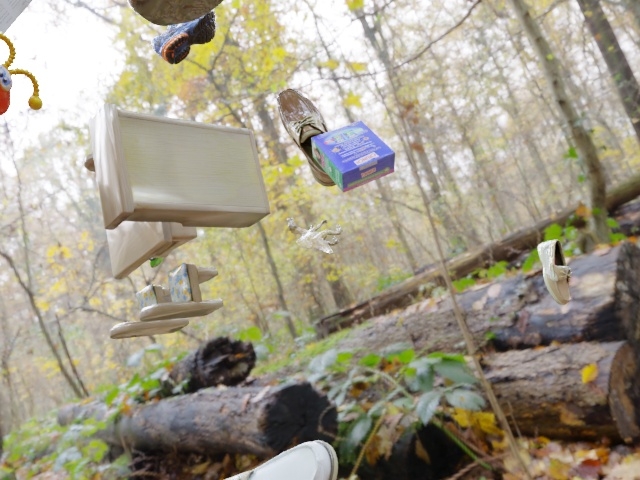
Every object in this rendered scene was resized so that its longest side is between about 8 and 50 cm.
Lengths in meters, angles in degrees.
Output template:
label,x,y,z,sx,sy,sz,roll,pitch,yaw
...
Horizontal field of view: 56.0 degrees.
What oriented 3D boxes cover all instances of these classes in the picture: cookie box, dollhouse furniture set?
label,x,y,z,sx,sy,sz,roll,pitch,yaw
cookie box,0.049,-0.131,0.925,0.092,0.107,0.040,-22,-45,-14
dollhouse furniture set,-0.314,-0.046,1.043,0.257,0.361,0.394,1,-21,-43

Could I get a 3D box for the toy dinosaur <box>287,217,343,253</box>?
label,x,y,z,sx,sy,sz,roll,pitch,yaw
toy dinosaur,0.000,0.000,1.269,0.093,0.053,0.183,-21,34,-28

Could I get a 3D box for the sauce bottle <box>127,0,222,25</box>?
label,x,y,z,sx,sy,sz,roll,pitch,yaw
sauce bottle,-0.194,-0.347,0.519,0.111,0.344,0.111,-31,-12,-7

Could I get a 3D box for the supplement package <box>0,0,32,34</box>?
label,x,y,z,sx,sy,sz,roll,pitch,yaw
supplement package,-0.709,-0.493,1.201,0.204,0.261,0.145,-10,-43,22

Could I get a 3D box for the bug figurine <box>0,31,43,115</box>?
label,x,y,z,sx,sy,sz,roll,pitch,yaw
bug figurine,-0.307,-0.188,0.387,0.216,0.279,0.072,19,53,39

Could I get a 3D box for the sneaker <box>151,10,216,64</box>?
label,x,y,z,sx,sy,sz,roll,pitch,yaw
sneaker,-0.353,-0.545,1.564,0.221,0.087,0.083,-48,-23,-35

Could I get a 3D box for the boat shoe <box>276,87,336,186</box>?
label,x,y,z,sx,sy,sz,roll,pitch,yaw
boat shoe,-0.026,-0.317,1.796,0.123,0.324,0.120,-31,-7,1

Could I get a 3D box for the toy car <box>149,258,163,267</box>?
label,x,y,z,sx,sy,sz,roll,pitch,yaw
toy car,-0.423,-0.044,1.547,0.053,0.224,0.239,-6,1,-8

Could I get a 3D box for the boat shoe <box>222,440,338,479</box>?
label,x,y,z,sx,sy,sz,roll,pitch,yaw
boat shoe,-0.105,0.393,0.860,0.302,0.113,0.103,-45,-53,9

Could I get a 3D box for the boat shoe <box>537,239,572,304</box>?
label,x,y,z,sx,sy,sz,roll,pitch,yaw
boat shoe,0.479,0.062,1.213,0.050,0.135,0.045,1,-22,-35
